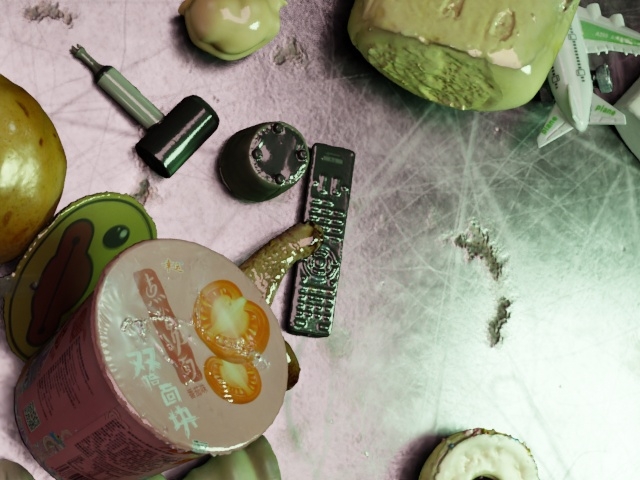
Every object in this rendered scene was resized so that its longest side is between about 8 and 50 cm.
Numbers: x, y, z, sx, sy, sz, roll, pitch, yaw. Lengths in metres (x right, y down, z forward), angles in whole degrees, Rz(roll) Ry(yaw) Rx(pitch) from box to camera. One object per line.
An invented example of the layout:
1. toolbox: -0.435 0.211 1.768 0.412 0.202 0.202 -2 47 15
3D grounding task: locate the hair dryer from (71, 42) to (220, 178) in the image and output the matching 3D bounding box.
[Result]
1. hair dryer: -0.223 -0.175 1.782 0.198 0.057 0.100 42 73 -4

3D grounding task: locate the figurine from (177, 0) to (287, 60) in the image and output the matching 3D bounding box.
1. figurine: -0.103 -0.320 1.806 0.114 0.108 0.196 16 73 -32

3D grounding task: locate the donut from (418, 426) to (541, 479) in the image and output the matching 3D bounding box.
1. donut: 0.198 0.320 1.862 0.175 0.068 0.174 1 87 -20

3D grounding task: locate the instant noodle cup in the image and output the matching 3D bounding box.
1. instant noodle cup: -0.195 0.153 1.599 0.243 0.231 0.243 21 53 -30

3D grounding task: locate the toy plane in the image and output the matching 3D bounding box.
1. toy plane: 0.318 -0.251 1.929 0.251 0.101 0.255 -14 72 17

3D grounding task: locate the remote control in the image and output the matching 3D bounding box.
1. remote control: 0.000 0.000 1.848 0.063 0.025 0.245 11 81 -18

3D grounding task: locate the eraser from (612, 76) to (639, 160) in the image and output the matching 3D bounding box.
1. eraser: 0.537 -0.207 2.004 0.174 0.095 0.270 47 75 -14

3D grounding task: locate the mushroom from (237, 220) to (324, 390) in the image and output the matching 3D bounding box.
1. mushroom: -0.084 0.046 1.767 0.227 0.148 0.217 42 66 -20

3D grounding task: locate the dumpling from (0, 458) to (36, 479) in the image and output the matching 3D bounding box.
1. dumpling: -0.370 0.340 1.669 0.150 0.092 0.176 -6 82 -32

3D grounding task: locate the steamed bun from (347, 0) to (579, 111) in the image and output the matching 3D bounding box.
1. steamed bun: 0.186 -0.285 1.854 0.273 0.166 0.232 17 68 8

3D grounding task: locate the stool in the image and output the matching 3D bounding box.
1. stool: -0.066 -0.098 1.790 0.096 0.110 0.096 3 83 -22

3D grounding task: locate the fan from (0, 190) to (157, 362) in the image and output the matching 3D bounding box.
1. fan: -0.299 0.047 1.649 0.335 0.011 0.229 0 118 -52

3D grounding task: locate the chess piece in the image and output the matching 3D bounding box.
1. chess piece: -0.174 0.318 1.710 0.251 0.144 0.144 -9 88 -13

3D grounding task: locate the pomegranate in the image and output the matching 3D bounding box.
1. pomegranate: -0.389 -0.082 1.626 0.233 0.233 0.233 2 85 -18
